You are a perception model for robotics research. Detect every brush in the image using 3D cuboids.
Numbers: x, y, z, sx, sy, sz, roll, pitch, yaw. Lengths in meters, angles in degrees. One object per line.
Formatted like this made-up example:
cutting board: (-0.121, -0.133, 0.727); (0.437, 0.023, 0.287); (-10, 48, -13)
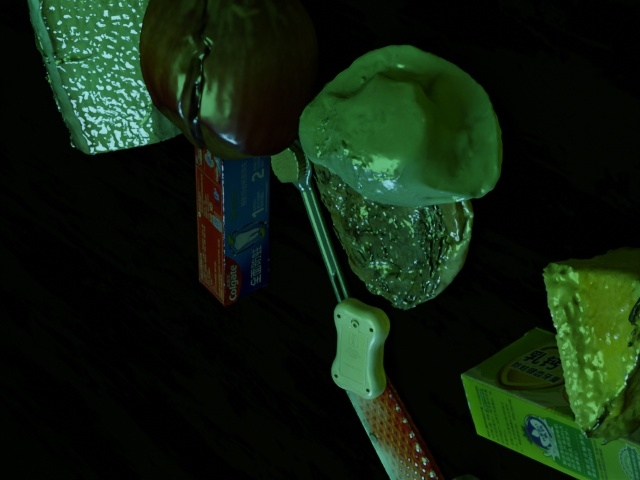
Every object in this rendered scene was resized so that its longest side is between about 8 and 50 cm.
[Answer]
brush: (0.000, 0.000, 1.915); (0.062, 0.027, 0.266); (3, 118, 54)

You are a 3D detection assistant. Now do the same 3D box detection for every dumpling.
dumpling: (0.074, -0.107, 1.554); (0.219, 0.108, 0.152); (13, 108, 22)

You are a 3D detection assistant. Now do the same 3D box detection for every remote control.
remote control: (0.048, 0.129, 1.922); (0.074, 0.032, 0.122); (22, 123, 31)

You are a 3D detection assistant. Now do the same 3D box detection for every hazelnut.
hazelnut: (-0.103, -0.199, 1.740); (0.212, 0.181, 0.181); (23, 159, 19)

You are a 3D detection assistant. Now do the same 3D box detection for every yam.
yam: (-0.231, -0.240, 1.919); (0.201, 0.203, 0.271); (-86, -11, -57)

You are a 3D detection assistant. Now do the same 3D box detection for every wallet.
wallet: (0.089, 0.236, 1.986); (0.103, 0.020, 0.196); (-29, 88, 57)

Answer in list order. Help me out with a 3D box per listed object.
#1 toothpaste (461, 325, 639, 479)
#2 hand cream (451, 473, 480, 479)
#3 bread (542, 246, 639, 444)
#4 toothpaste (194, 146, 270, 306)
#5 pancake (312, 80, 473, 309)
toothpaste: (0.280, 0.172, 1.512); (0.327, 0.110, 0.077); (18, 132, 53)
hand cream: (0.161, 0.346, 1.950); (0.080, 0.050, 0.234); (45, 155, 21)
bread: (0.287, 0.079, 1.354); (0.160, 0.140, 0.169); (-22, 77, 59)
toothpaste: (-0.109, -0.057, 1.996); (0.066, 0.076, 0.320); (43, 146, 32)
pancake: (0.068, -0.055, 1.728); (0.282, 0.049, 0.282); (39, 144, 36)
